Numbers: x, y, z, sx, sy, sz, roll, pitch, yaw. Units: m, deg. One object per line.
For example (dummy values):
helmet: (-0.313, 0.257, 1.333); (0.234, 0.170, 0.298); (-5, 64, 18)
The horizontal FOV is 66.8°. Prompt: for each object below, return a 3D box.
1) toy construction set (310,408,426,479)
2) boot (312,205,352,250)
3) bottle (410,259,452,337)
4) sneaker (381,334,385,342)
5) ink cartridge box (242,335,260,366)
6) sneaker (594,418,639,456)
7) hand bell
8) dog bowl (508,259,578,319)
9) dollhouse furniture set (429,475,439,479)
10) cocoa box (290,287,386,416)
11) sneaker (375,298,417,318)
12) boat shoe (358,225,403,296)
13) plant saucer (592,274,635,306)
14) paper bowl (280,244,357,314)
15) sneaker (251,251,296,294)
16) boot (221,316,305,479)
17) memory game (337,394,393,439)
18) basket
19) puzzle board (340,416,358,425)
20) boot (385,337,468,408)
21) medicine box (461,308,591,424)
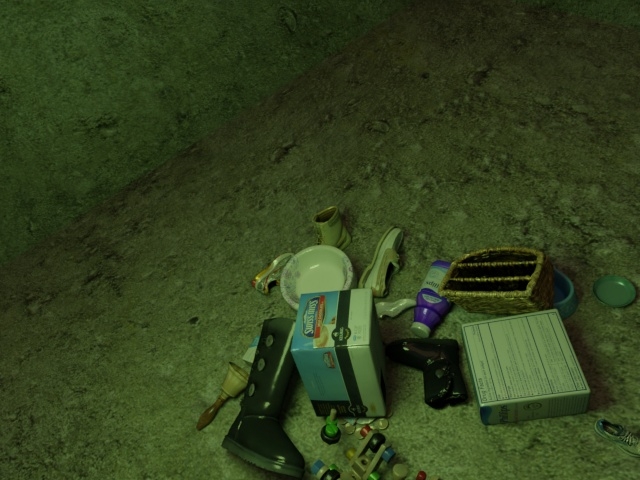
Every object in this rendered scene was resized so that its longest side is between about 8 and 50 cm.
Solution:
toy construction set: (0.113, 0.682, 1.344); (0.308, 0.237, 0.257); (17, 26, 14)
boot: (0.000, 0.000, 1.959); (0.262, 0.203, 0.095); (-39, 47, -13)
bottle: (0.395, 0.202, 1.686); (0.118, 0.092, 0.283); (17, 58, 27)
sneaker: (0.140, 0.337, 1.701); (0.185, 0.069, 0.084); (18, 68, 42)
ink cartridge box: (-0.177, 0.424, 1.754); (0.181, 0.062, 0.104); (12, 56, 30)
sneaker: (0.787, 0.512, 1.264); (0.135, 0.058, 0.052); (23, 62, 36)
hand bell: (-0.350, 0.559, 1.696); (0.126, 0.126, 0.242); (33, 80, 40)
dog bowl: (0.716, 0.135, 1.624); (0.166, 0.074, 0.297); (-32, 45, -6)
dollhouse furniture set: (0.315, 0.693, 1.298); (0.081, 0.091, 0.114); (26, 60, 21)
cocoa box: (0.068, 0.350, 1.488); (0.227, 0.347, 0.231); (-6, 38, 13)
sneaker: (0.273, 0.246, 1.736); (0.152, 0.054, 0.061); (-14, 60, 17)
boat shoe: (0.257, 0.085, 1.849); (0.103, 0.113, 0.302); (16, 69, 32)
plant saucer: (0.930, 0.164, 1.541); (0.119, 0.021, 0.119); (-12, 47, 13)
paper bowl: (0.002, 0.170, 1.834); (0.284, 0.148, 0.284); (-11, 53, 14)
sneaker: (-0.175, 0.138, 2.011); (0.092, 0.088, 0.225); (40, 72, 21)
boot: (-0.122, 0.465, 1.519); (0.367, 0.146, 0.445); (-4, 58, 47)
memory game: (0.141, 0.541, 1.548); (0.186, 0.012, 0.186); (-12, 47, 13)
basket: (0.558, 0.108, 1.533); (0.299, 0.223, 0.214); (-4, 65, 43)
puzzle board: (0.082, 0.524, 1.571); (0.128, 0.011, 0.096); (22, 62, 37)
boot: (0.326, 0.415, 1.522); (0.246, 0.094, 0.207); (-4, 45, 12)
medicine box: (0.584, 0.368, 1.417); (0.289, 0.149, 0.264); (-13, 46, 13)
